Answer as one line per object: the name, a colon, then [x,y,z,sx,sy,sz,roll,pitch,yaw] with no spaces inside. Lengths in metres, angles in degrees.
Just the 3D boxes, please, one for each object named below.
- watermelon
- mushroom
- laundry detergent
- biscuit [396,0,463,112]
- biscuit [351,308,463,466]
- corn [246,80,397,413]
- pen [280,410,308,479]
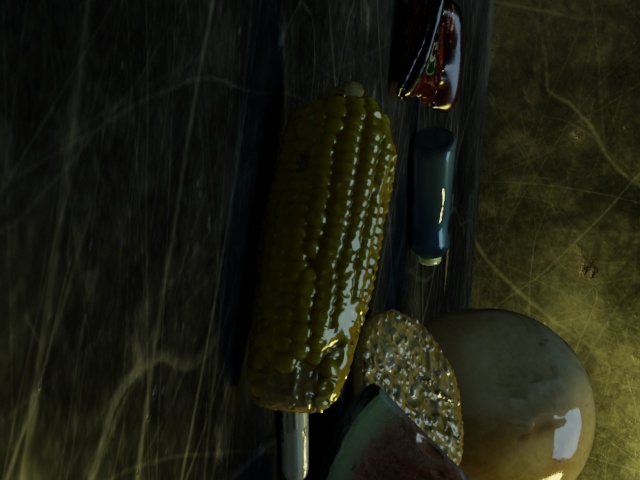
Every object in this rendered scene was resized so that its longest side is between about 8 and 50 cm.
watermelon: [0.098,0.284,1.466,0.148,0.226,0.318,-50,135,-10]
mushroom: [0.215,0.248,1.999,0.290,0.292,0.292,123,-20,-59]
laundry detergent: [0.156,-0.051,2.061,0.097,0.061,0.206,-84,175,-62]
biscuit: [0.135,-0.243,1.830,0.235,0.063,0.151,-4,98,-77]
biscuit: [0.102,0.183,1.667,0.220,0.033,0.220,33,46,-43]
corn: [0.000,0.000,1.086,0.097,0.097,0.262,69,30,-68]
pen: [-0.022,0.131,1.214,0.026,0.026,0.218,-69,161,-59]
